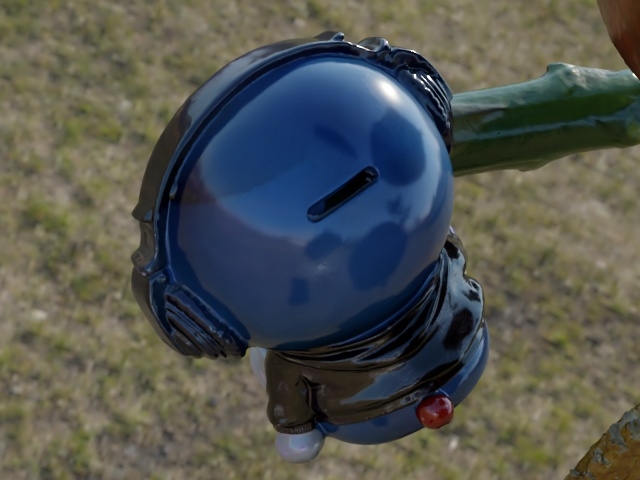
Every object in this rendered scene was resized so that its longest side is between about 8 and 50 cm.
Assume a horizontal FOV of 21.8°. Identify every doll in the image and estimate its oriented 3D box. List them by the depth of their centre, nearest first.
[{"bbox_3d":[0.000,0.000,1.246,0.284,0.310,0.240,-37,27,-15],"label":"doll"}]

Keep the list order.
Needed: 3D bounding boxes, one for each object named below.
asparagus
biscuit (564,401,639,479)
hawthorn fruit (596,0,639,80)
[{"bbox_3d":[0.164,-0.094,1.365,0.343,0.085,0.082,-9,42,-4],"label":"asparagus"},{"bbox_3d":[0.243,0.148,1.103,0.254,0.254,0.035,-8,47,-43],"label":"biscuit"},{"bbox_3d":[0.304,-0.193,1.153,0.276,0.276,0.307,15,-12,-12],"label":"hawthorn fruit"}]
